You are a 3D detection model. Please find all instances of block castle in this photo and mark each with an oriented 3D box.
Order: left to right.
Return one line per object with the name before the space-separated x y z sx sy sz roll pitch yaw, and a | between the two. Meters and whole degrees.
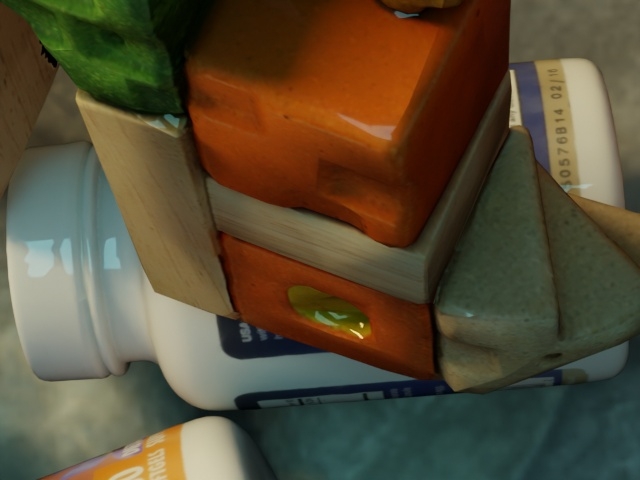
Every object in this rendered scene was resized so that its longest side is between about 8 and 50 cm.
block castle | -0.019 -0.166 0.471 0.453 0.213 0.303 20 70 14

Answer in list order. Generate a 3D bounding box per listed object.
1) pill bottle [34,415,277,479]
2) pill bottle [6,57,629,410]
pill bottle | -0.102 0.140 0.542 0.216 0.121 0.121 -21 82 1
pill bottle | 0.000 0.000 0.563 0.169 0.094 0.094 -5 83 3
